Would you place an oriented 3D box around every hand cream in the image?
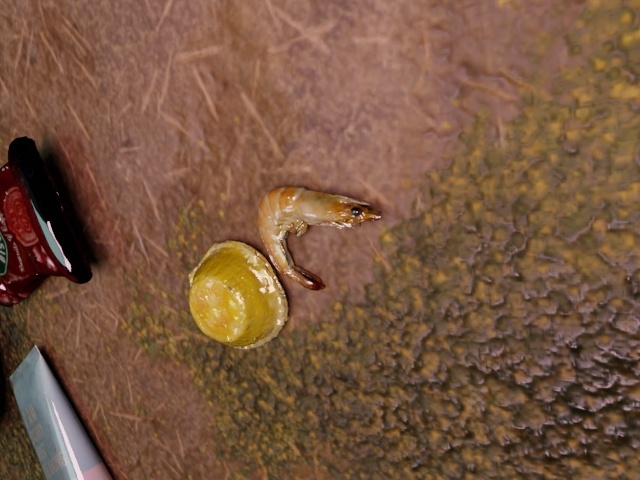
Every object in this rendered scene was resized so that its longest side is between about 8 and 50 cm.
[{"bbox_3d":[-0.287,0.278,0.645,0.111,0.070,0.312,-41,78,38],"label":"hand cream"}]

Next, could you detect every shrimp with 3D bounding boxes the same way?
[{"bbox_3d":[0.000,0.000,0.408,0.114,0.023,0.083,3,109,36],"label":"shrimp"}]

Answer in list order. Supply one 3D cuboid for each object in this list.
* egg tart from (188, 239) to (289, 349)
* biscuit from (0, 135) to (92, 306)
[{"bbox_3d":[-0.076,0.051,0.460,0.105,0.039,0.105,11,112,28],"label":"egg tart"},{"bbox_3d":[-0.318,-0.011,0.572,0.235,0.063,0.151,-15,96,37],"label":"biscuit"}]
